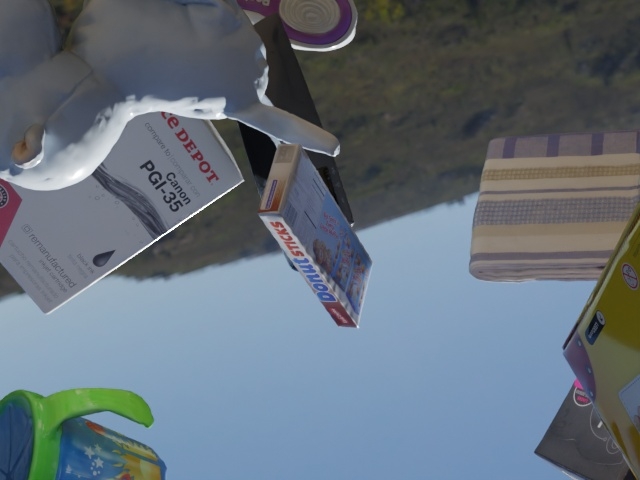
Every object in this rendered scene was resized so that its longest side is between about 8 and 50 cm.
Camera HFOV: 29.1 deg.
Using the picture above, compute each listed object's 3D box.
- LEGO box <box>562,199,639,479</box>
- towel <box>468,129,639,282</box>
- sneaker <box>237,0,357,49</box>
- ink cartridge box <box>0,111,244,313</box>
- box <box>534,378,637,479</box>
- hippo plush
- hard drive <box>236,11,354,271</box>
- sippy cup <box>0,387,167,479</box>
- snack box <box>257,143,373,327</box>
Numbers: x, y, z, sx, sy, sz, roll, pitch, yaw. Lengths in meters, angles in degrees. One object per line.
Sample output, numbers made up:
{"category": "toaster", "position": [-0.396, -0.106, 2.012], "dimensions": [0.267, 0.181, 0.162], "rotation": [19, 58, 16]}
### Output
{"category": "LEGO box", "position": [0.384, 0.095, 0.834], "dimensions": [0.193, 0.372, 0.500], "rotation": [-21, 155, -14]}
{"category": "towel", "position": [0.290, -0.044, 1.466], "dimensions": [0.209, 0.034, 0.285], "rotation": [-2, -144, 14]}
{"category": "sneaker", "position": [-0.098, -0.304, 1.549], "dimensions": [0.305, 0.114, 0.152], "rotation": [24, -176, 5]}
{"category": "ink cartridge box", "position": [-0.263, -0.086, 1.414], "dimensions": [0.283, 0.207, 0.117], "rotation": [-35, -153, -1]}
{"category": "box", "position": [0.429, 0.284, 1.523], "dimensions": [0.143, 0.270, 0.165], "rotation": [-59, -154, -8]}
{"category": "hippo plush", "position": [-0.182, -0.142, 0.997], "dimensions": [0.236, 0.294, 0.234], "rotation": [-32, -167, -14]}
{"category": "hard drive", "position": [-0.038, -0.099, 1.345], "dimensions": [0.054, 0.255, 0.172], "rotation": [-15, 162, -15]}
{"category": "sippy cup", "position": [-0.340, 0.341, 1.681], "dimensions": [0.224, 0.240, 0.305], "rotation": [20, 152, -32]}
{"category": "snack box", "position": [0.000, 0.000, 0.975], "dimensions": [0.022, 0.064, 0.178], "rotation": [0, 149, 24]}
